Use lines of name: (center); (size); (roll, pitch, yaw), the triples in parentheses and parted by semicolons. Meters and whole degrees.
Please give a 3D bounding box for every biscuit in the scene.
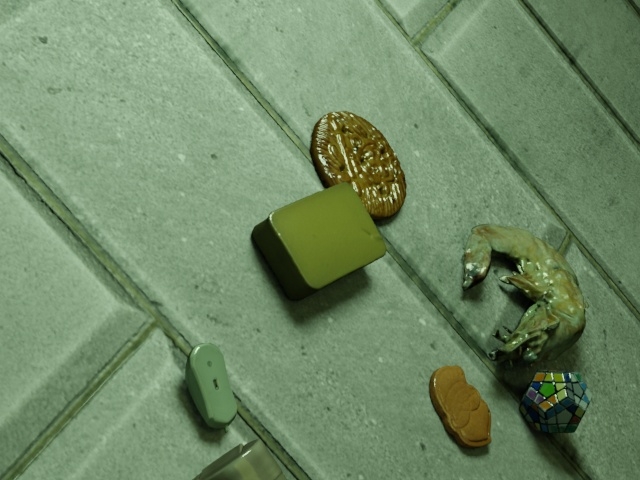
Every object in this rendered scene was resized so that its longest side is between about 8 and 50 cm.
biscuit: (0.062, -0.116, 1.911); (0.188, 0.027, 0.188); (27, 46, -32)
biscuit: (0.205, 0.241, 1.811); (0.102, 0.019, 0.130); (-26, 84, -50)

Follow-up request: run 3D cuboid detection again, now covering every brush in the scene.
brush: (0.000, 0.000, 1.740); (0.197, 0.059, 0.123); (-25, 85, -50)

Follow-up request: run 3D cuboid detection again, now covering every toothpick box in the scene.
toothpick box: (-0.065, 0.324, 1.400); (0.180, 0.111, 0.111); (57, 39, 0)

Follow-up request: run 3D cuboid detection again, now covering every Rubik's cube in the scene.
Rubik's cube: (0.357, 0.244, 1.908); (0.111, 0.093, 0.111); (25, 47, -29)

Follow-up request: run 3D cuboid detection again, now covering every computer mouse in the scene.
computer mouse: (-0.134, 0.178, 1.498); (0.056, 0.032, 0.110); (-12, 83, -48)

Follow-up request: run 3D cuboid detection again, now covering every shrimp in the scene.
shrimp: (0.315, 0.088, 1.995); (0.247, 0.085, 0.360); (43, 36, -1)
